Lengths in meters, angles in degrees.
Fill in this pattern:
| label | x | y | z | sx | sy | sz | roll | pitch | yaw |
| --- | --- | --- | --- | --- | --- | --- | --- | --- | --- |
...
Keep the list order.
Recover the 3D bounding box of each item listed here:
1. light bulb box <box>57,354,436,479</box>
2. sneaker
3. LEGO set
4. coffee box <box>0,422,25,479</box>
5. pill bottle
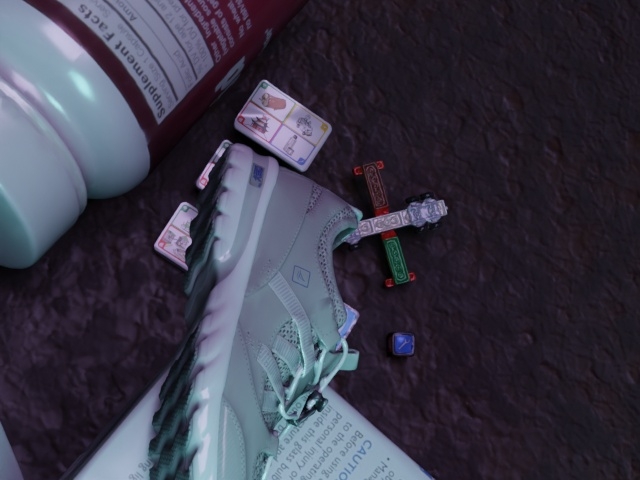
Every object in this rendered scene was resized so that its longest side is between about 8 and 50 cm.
| label | x | y | z | sx | sy | sz | roll | pitch | yaw |
| --- | --- | --- | --- | --- | --- | --- | --- | --- | --- |
| light bulb box | -0.042 | 0.280 | 1.174 | 0.361 | 0.358 | 0.225 | 42 | 64 | -3 |
| sneaker | -0.029 | 0.074 | 0.996 | 0.115 | 0.105 | 0.281 | 15 | 64 | -14 |
| LEGO set | 0.000 | 0.000 | 1.463 | 0.244 | 0.060 | 0.182 | 33 | 78 | -6 |
| coffee box | -0.359 | 0.121 | 1.159 | 0.168 | 0.119 | 0.297 | -34 | 45 | -25 |
| pill bottle | -0.176 | -0.177 | 1.346 | 0.224 | 0.224 | 0.392 | 42 | 65 | -3 |
